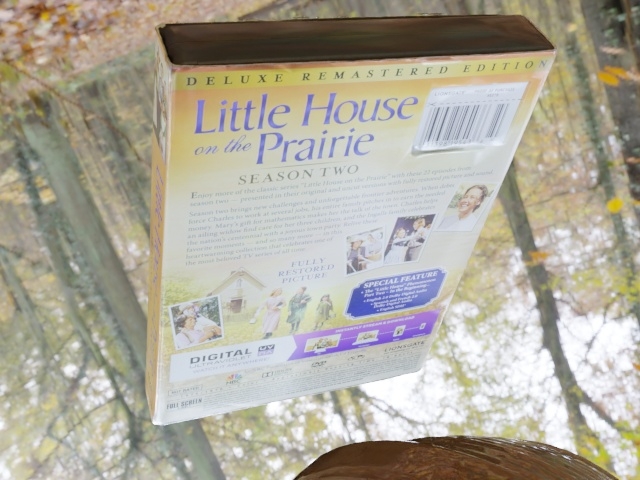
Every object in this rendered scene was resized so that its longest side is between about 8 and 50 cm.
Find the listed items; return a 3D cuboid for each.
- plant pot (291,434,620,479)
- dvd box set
[{"bbox_3d":[0.092,0.175,0.374,0.237,0.237,0.110,-6,-157,42],"label":"plant pot"},{"bbox_3d":[0.000,0.000,0.710,0.308,0.420,0.062,-8,-133,-20],"label":"dvd box set"}]
